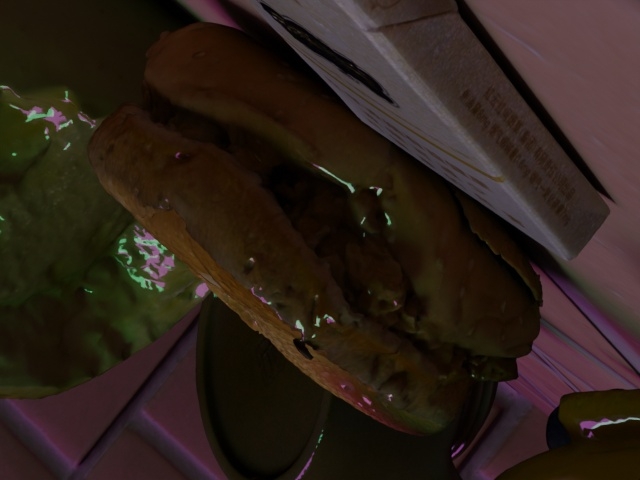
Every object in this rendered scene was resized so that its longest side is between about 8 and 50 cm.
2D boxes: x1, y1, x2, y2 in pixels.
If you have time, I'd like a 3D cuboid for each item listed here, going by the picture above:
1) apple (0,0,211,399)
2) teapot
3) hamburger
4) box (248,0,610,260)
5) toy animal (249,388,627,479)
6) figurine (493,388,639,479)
[{"bbox_3d":[-0.170,-0.050,1.026,0.279,0.279,0.279,39,179,1],"label":"apple"},{"bbox_3d":[0.031,0.064,1.147,0.175,0.185,0.268,5,-128,-33],"label":"teapot"},{"bbox_3d":[-0.001,-0.001,0.794,0.213,0.108,0.214,37,179,1],"label":"hamburger"},{"bbox_3d":[0.013,-0.052,0.470,0.090,0.024,0.167,37,178,33],"label":"box"},{"bbox_3d":[0.120,0.218,0.824,0.284,0.225,0.302,14,-119,-67],"label":"toy animal"},{"bbox_3d":[0.118,0.203,0.527,0.218,0.169,0.327,25,-131,-68],"label":"figurine"}]
